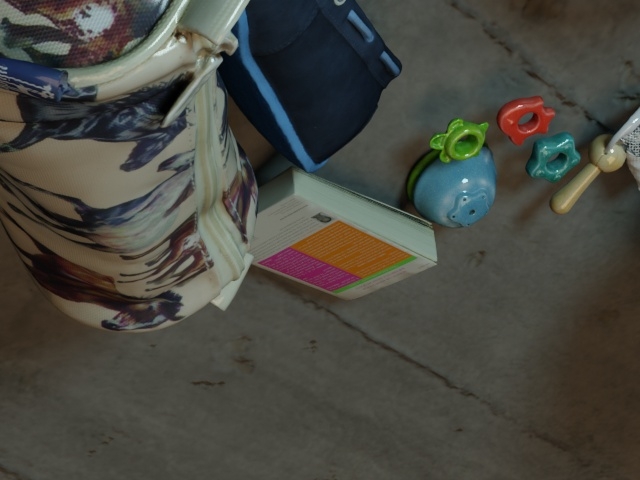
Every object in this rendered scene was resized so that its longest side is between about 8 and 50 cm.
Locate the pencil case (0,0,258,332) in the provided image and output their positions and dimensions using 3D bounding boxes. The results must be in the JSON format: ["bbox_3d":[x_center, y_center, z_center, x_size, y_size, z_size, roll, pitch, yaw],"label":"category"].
[{"bbox_3d":[-0.118,-0.074,0.995,0.160,0.183,0.410,-48,166,-15],"label":"pencil case"}]

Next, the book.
[{"bbox_3d":[0.000,0.000,1.294,0.144,0.035,0.096,23,141,-40],"label":"book"}]

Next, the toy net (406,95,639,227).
[{"bbox_3d":[0.179,-0.074,1.319,0.232,0.045,0.122,-14,134,-15],"label":"toy net"}]

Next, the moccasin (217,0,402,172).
[{"bbox_3d":[-0.034,-0.174,1.075,0.117,0.138,0.342,-41,155,-7],"label":"moccasin"}]
